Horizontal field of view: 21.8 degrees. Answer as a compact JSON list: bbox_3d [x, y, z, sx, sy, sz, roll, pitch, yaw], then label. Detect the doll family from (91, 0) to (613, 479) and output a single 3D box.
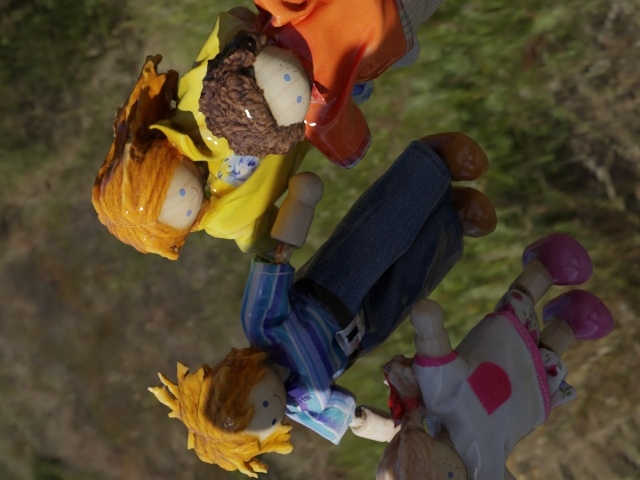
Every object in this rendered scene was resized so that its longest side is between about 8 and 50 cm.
[{"bbox_3d":[0.000,0.000,0.620,0.118,0.163,0.263,4,128,43],"label":"doll family"}]
